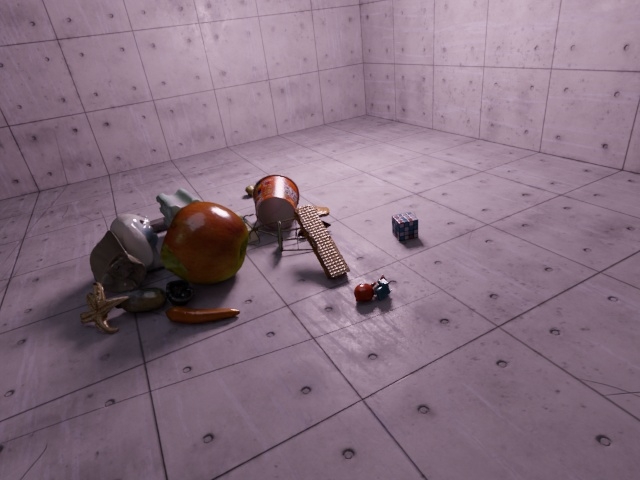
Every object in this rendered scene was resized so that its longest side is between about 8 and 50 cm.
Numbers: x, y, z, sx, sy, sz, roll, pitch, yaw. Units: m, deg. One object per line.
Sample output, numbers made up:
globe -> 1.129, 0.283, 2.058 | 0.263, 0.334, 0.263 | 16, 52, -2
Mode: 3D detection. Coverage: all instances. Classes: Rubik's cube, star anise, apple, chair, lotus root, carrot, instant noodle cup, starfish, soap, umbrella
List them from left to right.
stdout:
starfish -> -0.810, 0.251, 1.499 | 0.238, 0.216, 0.071 | 52, 18, 26
lotus root -> -0.682, 0.229, 1.538 | 0.192, 0.088, 0.113 | -10, 9, -4
umbrella -> -0.837, -0.099, 2.207 | 0.338, 0.067, 0.073 | -21, 18, -24
soap -> -0.658, -0.102, 1.953 | 0.156, 0.261, 0.446 | -24, 24, -23
carrot -> -0.426, 0.267, 1.443 | 0.272, 0.066, 0.062 | 0, 72, 8
apple -> -0.456, 0.017, 1.632 | 0.341, 0.339, 0.339 | -6, 28, 3
instant noodle cup -> -0.224, -0.181, 2.051 | 0.251, 0.250, 0.192 | -8, 37, 0
chair -> -0.180, -0.026, 1.827 | 0.327, 0.159, 0.170 | -5, 29, -6
star anise -> -0.046, -0.096, 1.936 | 0.141, 0.144, 0.158 | -1, 28, 31
Rubik's cube -> 0.378, -0.063, 1.817 | 0.092, 0.092, 0.092 | -11, 28, -8

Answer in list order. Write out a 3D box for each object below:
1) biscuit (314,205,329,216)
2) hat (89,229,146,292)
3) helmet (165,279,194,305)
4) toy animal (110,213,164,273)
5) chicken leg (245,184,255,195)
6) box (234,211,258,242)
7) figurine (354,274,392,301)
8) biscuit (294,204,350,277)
biscuit -> -0.025, -0.156, 2.163 | 0.140, 0.023, 0.118 | -13, 29, -9
hat -> -0.833, 0.088, 1.689 | 0.214, 0.149, 0.244 | -42, 54, 18
helmet -> -0.540, 0.210, 1.552 | 0.098, 0.070, 0.123 | -12, 47, -36
toy animal -> -0.822, 0.022, 1.795 | 0.249, 0.289, 0.174 | -9, 22, 46
chicken leg -> -0.411, -0.324, 2.535 | 0.093, 0.070, 0.178 | 0, 21, 26
box -> -0.435, -0.052, 2.020 | 0.164, 0.069, 0.256 | -21, 31, -24
figurine -> 0.182, 0.180, 1.445 | 0.140, 0.068, 0.075 | -21, 34, -12
biscuit -> 0.000, 0.000, 1.671 | 0.094, 0.054, 0.378 | -21, 59, -16
